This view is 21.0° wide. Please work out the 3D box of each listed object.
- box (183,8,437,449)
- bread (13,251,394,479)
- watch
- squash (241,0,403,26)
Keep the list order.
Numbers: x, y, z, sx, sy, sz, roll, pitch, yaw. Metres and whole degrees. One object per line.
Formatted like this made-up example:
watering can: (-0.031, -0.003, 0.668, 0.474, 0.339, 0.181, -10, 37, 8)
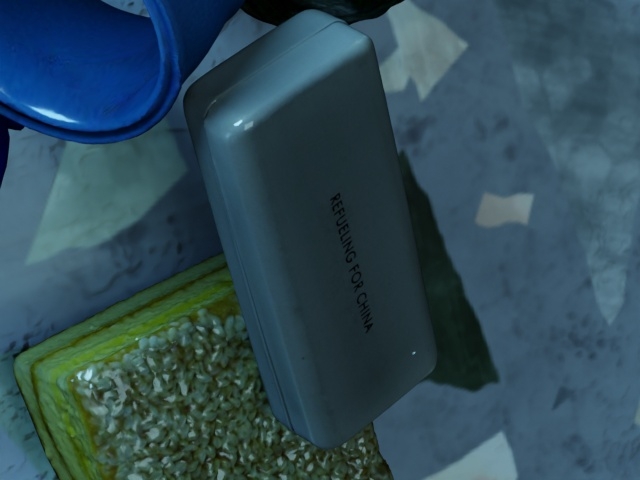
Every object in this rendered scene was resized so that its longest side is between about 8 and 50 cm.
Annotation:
box: (0.000, 0.000, 0.939, 0.103, 0.055, 0.243, -36, 135, -24)
bread: (-0.061, 0.139, 1.059, 0.184, 0.110, 0.234, -28, 107, -26)
watch: (-0.138, -0.127, 0.861, 0.196, 0.200, 0.171, 59, 42, -45)
squash: (-0.025, -0.229, 0.933, 0.165, 0.252, 0.252, -42, 113, -6)
